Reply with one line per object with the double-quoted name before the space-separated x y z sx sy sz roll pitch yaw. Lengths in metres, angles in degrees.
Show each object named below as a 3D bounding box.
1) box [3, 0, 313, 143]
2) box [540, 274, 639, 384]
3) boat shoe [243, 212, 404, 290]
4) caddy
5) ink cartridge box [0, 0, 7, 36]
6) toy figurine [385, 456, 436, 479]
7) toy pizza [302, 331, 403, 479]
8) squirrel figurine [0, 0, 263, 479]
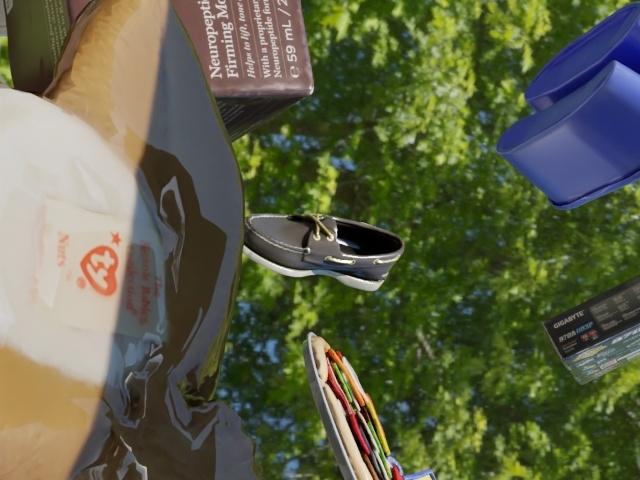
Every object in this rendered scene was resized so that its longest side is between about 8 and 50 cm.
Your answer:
"box" -0.142 -0.176 0.756 0.167 0.203 0.169 -18 -99 56
"box" 0.372 0.084 1.014 0.220 0.175 0.051 -29 -116 13
"boat shoe" 0.000 0.000 1.047 0.069 0.227 0.081 -51 -135 29
"caddy" 0.416 -0.177 1.281 0.241 0.179 0.341 -58 -170 -22
"ink cartridge box" -0.295 -0.330 0.948 0.092 0.158 0.218 -4 -78 8
"toy figurine" 0.189 0.388 1.314 0.217 0.362 0.191 47 -72 25
"toy pizza" 0.037 0.165 0.734 0.032 0.201 0.201 -23 -120 3
"squirrel figurine" -0.224 0.089 0.495 0.370 0.281 0.397 -18 -76 35
